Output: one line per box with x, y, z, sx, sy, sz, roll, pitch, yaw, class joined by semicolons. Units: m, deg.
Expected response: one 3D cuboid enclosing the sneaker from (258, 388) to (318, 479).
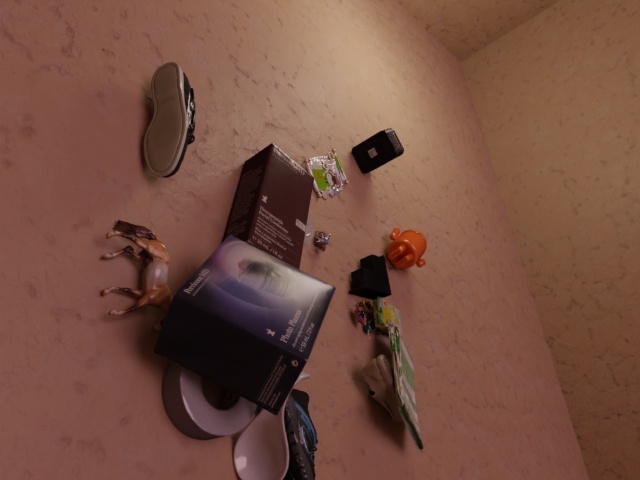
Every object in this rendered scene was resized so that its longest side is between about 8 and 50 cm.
-0.048;0.529;1.237;0.140;0.125;0.340;15;60;-52;sneaker

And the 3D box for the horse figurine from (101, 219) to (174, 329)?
-0.394;0.072;1.133;0.175;0.066;0.263;7;66;-43;horse figurine

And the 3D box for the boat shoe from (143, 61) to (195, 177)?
-0.381;-0.301;1.334;0.113;0.127;0.339;45;31;-61;boat shoe

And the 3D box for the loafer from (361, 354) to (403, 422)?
0.202;0.474;1.612;0.102;0.092;0.268;-79;149;-62;loafer

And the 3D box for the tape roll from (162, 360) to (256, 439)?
-0.244;0.333;1.154;0.219;0.072;0.219;29;49;-39;tape roll

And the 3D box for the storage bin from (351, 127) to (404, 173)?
0.233;-0.366;2.081;0.084;0.180;0.122;-32;95;-55;storage bin

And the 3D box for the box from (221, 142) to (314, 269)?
-0.145;-0.075;1.472;0.191;0.143;0.381;36;42;-33;box

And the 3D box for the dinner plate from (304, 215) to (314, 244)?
-0.065;-0.054;1.661;0.141;0.017;0.141;30;48;-40;dinner plate

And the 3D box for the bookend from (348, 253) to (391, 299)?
0.165;0.118;1.793;0.157;0.072;0.156;18;55;-44;bookend

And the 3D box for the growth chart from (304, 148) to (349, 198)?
0.026;-0.245;1.886;0.237;0.021;0.171;-29;93;-53;growth chart

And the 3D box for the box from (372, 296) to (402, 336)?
0.232;0.271;1.781;0.179;0.043;0.105;41;40;-50;box

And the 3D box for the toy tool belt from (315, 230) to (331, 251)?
0.000;0.000;1.689;0.051;0.052;0.083;23;41;-2;toy tool belt

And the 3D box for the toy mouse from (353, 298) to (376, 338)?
0.149;0.266;1.709;0.161;0.031;0.143;37;41;-47;toy mouse

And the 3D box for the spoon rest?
-0.110;0.425;1.157;0.276;0.137;0.084;-69;157;-9;spoon rest

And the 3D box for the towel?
0.282;0.470;1.655;0.324;0.038;0.247;-89;159;-51;towel

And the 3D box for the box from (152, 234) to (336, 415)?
-0.154;0.171;1.130;0.294;0.182;0.296;26;27;0;box

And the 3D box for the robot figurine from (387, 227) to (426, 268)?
0.349;0.034;2.028;0.219;0.158;0.128;-37;139;-54;robot figurine
